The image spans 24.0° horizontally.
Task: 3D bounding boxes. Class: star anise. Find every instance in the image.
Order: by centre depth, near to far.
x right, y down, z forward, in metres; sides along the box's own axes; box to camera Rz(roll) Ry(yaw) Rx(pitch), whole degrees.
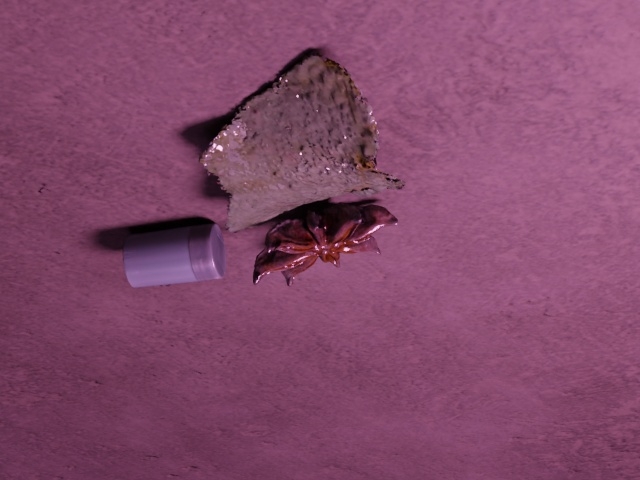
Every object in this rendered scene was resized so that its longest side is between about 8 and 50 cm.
[{"bbox_3d":[0.000,0.000,1.352,0.141,0.042,0.141,-16,160,-6],"label":"star anise"}]

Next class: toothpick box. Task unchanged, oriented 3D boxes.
[{"bbox_3d":[-0.132,0.014,1.368,0.083,0.052,0.052,-6,153,11],"label":"toothpick box"}]

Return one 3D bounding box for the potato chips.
[{"bbox_3d":[-0.014,-0.067,1.218,0.167,0.059,0.228,4,154,11],"label":"potato chips"}]
